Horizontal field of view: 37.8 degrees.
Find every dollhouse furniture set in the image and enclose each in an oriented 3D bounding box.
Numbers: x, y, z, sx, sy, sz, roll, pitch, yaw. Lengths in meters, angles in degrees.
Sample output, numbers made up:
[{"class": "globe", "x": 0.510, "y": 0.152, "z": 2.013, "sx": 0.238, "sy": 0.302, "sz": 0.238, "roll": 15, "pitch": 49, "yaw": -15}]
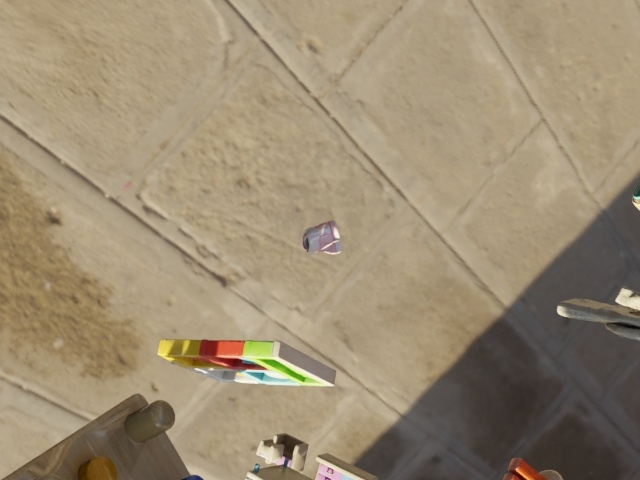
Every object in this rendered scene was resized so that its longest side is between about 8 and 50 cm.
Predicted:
[{"class": "dollhouse furniture set", "x": -0.071, "y": 0.561, "z": 1.953, "sx": 0.303, "sy": 0.286, "sz": 0.198, "roll": 10, "pitch": 98, "yaw": -59}]

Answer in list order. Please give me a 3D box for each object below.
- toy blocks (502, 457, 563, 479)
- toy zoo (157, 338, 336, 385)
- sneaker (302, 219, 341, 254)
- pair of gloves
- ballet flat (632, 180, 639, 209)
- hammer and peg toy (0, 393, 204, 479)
[{"class": "toy blocks", "x": 0.172, "y": 0.257, "z": 0.886, "sx": 0.148, "sy": 0.054, "sz": 0.123, "roll": 37, "pitch": 100, "yaw": -19}, {"class": "toy zoo", "x": -0.144, "y": 0.212, "z": 1.620, "sx": 0.192, "sy": 0.293, "sz": 0.030, "roll": 38, "pitch": 56, "yaw": -53}, {"class": "sneaker", "x": 0.000, "y": 0.000, "z": 1.740, "sx": 0.070, "sy": 0.051, "sz": 0.134, "roll": -19, "pitch": 165, "yaw": -2}, {"class": "pair of gloves", "x": 0.470, "y": 0.101, "z": 1.272, "sx": 0.240, "sy": 0.204, "sz": 0.042, "roll": 0, "pitch": 103, "yaw": -39}, {"class": "ballet flat", "x": 0.583, "y": -0.111, "z": 1.571, "sx": 0.067, "sy": 0.073, "sz": 0.206, "roll": 51, "pitch": 60, "yaw": -22}, {"class": "hammer and peg toy", "x": -0.184, "y": 0.368, "z": 1.014, "sx": 0.127, "sy": 0.361, "sz": 0.266, "roll": -31, "pitch": 180, "yaw": 31}]
